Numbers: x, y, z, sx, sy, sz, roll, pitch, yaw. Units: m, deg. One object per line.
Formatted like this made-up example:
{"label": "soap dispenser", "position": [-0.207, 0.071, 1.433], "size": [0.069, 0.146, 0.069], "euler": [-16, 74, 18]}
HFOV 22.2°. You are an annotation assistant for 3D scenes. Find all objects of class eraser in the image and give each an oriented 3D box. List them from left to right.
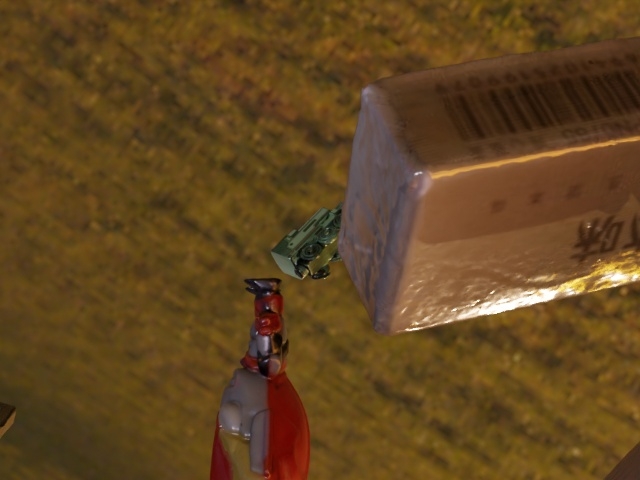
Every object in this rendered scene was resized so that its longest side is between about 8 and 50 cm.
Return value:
{"label": "eraser", "position": [0.185, -0.043, 0.948], "size": [0.144, 0.343, 0.078], "euler": [98, 154, -48]}

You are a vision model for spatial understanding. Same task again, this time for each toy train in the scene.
{"label": "toy train", "position": [0.000, 0.000, 1.459], "size": [0.053, 0.083, 0.033], "euler": [21, 149, 45]}

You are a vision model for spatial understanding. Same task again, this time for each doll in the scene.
{"label": "doll", "position": [-0.032, 0.108, 0.939], "size": [0.057, 0.169, 0.109], "euler": [9, 167, -5]}

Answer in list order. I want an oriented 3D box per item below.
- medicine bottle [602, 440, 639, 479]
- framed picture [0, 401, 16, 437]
{"label": "medicine bottle", "position": [0.327, 0.103, 0.919], "size": [0.224, 0.384, 0.224], "euler": [44, -176, -4]}
{"label": "framed picture", "position": [-0.384, 0.155, 1.235], "size": [0.232, 0.024, 0.315], "euler": [16, -165, 4]}
